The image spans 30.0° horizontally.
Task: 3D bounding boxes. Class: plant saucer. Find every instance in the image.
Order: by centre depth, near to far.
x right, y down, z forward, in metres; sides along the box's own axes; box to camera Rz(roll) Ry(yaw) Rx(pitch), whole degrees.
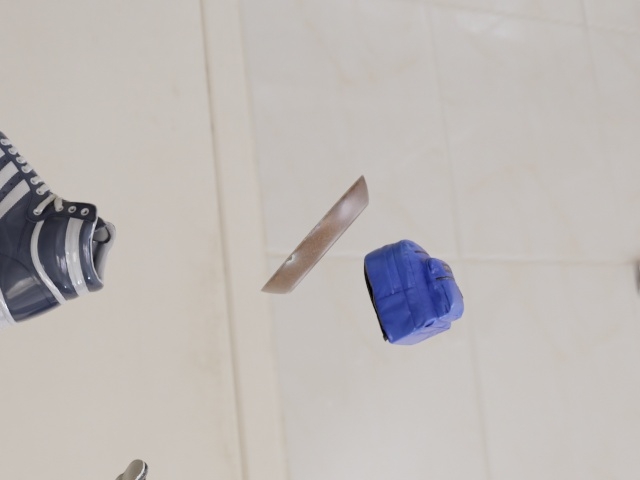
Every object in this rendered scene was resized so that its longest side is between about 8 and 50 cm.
[{"bbox_3d":[0.000,0.000,1.296,0.168,0.029,0.168,-49,179,-2],"label":"plant saucer"}]

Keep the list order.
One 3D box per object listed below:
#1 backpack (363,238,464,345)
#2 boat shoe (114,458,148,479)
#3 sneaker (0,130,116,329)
[{"bbox_3d":[0.113,0.057,1.458,0.101,0.120,0.098,-25,164,14],"label":"backpack"},{"bbox_3d":[-0.324,0.418,2.082,0.038,0.046,0.125,23,135,-23],"label":"boat shoe"},{"bbox_3d":[-0.315,-0.055,1.294,0.153,0.282,0.099,-16,168,1],"label":"sneaker"}]
